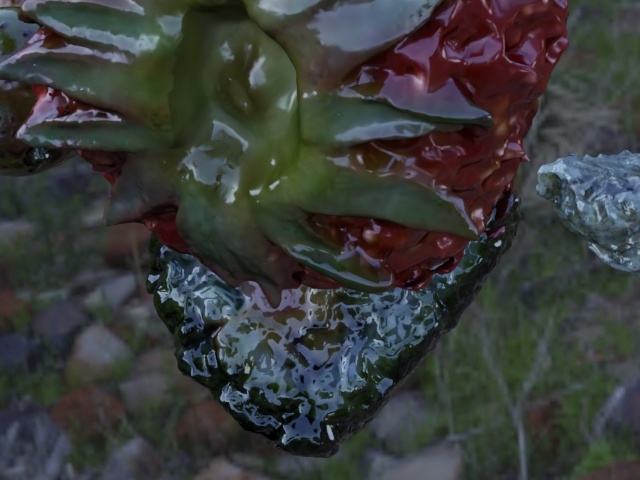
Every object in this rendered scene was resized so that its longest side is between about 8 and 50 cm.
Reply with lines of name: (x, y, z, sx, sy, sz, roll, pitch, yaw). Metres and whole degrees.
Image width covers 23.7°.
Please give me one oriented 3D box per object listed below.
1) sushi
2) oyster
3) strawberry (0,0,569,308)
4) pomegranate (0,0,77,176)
sushi: (0.000, 0.000, 1.389, 0.294, 0.352, 0.178, 37, -4, 8)
oyster: (0.251, -0.026, 1.088, 0.177, 0.064, 0.125, -10, 37, -2)
strawberry: (0.014, -0.129, 0.820, 0.292, 0.292, 0.343, 4, 26, 24)
pomegranate: (-0.267, -0.151, 1.338, 0.159, 0.159, 0.205, -8, 68, -2)
